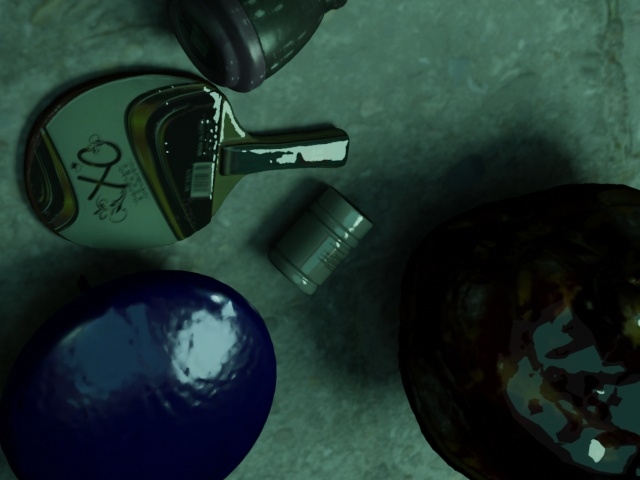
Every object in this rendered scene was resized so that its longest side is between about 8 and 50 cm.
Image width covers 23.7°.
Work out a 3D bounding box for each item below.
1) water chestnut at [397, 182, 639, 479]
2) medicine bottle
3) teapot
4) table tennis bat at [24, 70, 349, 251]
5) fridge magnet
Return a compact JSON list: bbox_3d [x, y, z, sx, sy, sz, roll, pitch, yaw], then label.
[{"bbox_3d":[0.231,0.104,1.506,0.335,0.347,0.335,1,82,-11],"label":"water chestnut"},{"bbox_3d":[0.000,0.000,1.440,0.091,0.058,0.058,-48,127,5],"label":"medicine bottle"},{"bbox_3d":[-0.056,-0.213,1.277,0.146,0.148,0.116,-34,164,-20],"label":"teapot"},{"bbox_3d":[-0.116,-0.072,1.365,0.301,0.022,0.173,-4,119,-23],"label":"table tennis bat"},{"bbox_3d":[-0.166,0.142,1.402,0.266,0.112,0.265,-12,122,-20],"label":"fridge magnet"}]
